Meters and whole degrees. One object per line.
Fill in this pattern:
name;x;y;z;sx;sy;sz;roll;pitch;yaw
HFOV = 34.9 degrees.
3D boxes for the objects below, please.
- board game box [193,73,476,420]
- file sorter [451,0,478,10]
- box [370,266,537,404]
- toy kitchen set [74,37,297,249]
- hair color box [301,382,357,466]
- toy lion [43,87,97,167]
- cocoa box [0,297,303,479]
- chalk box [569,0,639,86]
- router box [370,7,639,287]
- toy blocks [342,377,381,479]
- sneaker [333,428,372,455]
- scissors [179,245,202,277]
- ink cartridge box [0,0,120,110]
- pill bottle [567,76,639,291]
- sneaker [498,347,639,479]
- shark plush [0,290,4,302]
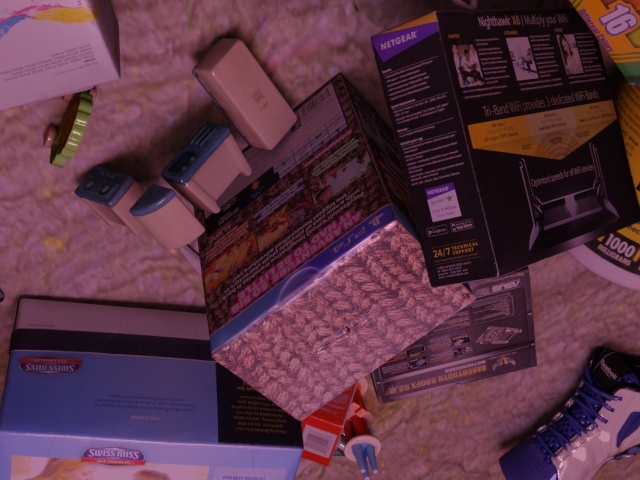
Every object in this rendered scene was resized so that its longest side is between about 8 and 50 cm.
board game box;0.000;0.000;1.103;0.232;0.291;0.141;-37;125;16
file sorter;0.185;-0.361;0.896;0.278;0.173;0.193;-28;129;34
box;0.171;0.117;1.376;0.231;0.056;0.183;-14;128;0
toy kitchen set;-0.166;-0.114;1.129;0.207;0.166;0.122;-52;129;-19
hair color box;0.017;0.185;1.276;0.053;0.167;0.093;19;135;4
toy lion;-0.265;-0.118;1.081;0.034;0.096;0.100;18;121;-24
cocoa box;-0.216;0.239;1.265;0.347;0.228;0.231;6;127;-13
chalk box;0.384;-0.309;0.958;0.289;0.179;0.180;-22;131;37
router box;0.198;-0.104;1.022;0.081;0.242;0.309;-13;-179;42
toy blocks;0.048;0.238;1.383;0.054;0.148;0.123;-12;129;-3
sneaker;0.000;0.285;1.476;0.167;0.065;0.076;20;137;-21
scissors;-0.101;0.103;1.330;0.297;0.021;0.109;33;116;-32
ink cartridge box;-0.276;-0.237;0.967;0.127;0.128;0.176;-16;128;0
pill bottle;0.413;-0.117;1.160;0.188;0.188;0.334;10;126;-19
sneaker;0.399;0.253;1.498;0.316;0.127;0.182;-25;124;-2
shark plush;-0.412;0.022;1.186;0.067;0.073;0.161;-42;124;-17
